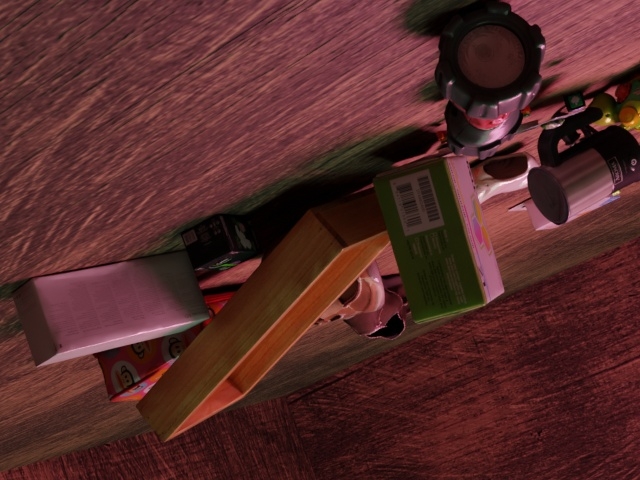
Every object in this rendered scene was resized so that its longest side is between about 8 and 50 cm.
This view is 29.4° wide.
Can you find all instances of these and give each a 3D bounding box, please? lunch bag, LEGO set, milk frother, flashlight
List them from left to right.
[{"bbox_3d":[-0.195,0.160,1.981,0.258,0.120,0.293,-30,166,36],"label":"lunch bag"},{"bbox_3d":[0.163,-0.144,1.225,0.103,0.103,0.304,4,171,4],"label":"flashlight"},{"bbox_3d":[0.217,-0.148,1.502,0.182,0.060,0.244,-17,-179,-23],"label":"LEGO set"},{"bbox_3d":[0.329,-0.102,1.619,0.135,0.129,0.143,-27,-178,-19],"label":"milk frother"}]

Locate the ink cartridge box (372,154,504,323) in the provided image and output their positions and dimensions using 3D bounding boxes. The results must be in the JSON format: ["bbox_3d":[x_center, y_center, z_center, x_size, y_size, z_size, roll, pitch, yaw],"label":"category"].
[{"bbox_3d":[0.170,-0.012,1.572,0.097,0.189,0.255,-16,180,21],"label":"ink cartridge box"}]

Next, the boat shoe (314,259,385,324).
[{"bbox_3d":[0.023,0.084,2.048,0.116,0.123,0.324,-17,167,-15],"label":"boat shoe"}]

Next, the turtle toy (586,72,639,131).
[{"bbox_3d":[0.420,-0.184,1.622,0.130,0.066,0.095,-26,167,24],"label":"turtle toy"}]

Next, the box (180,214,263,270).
[{"bbox_3d":[-0.122,0.003,1.520,0.062,0.052,0.083,-26,168,23],"label":"box"}]

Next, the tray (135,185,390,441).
[{"bbox_3d":[-0.066,0.097,1.648,0.411,0.076,0.203,-47,168,29],"label":"tray"}]

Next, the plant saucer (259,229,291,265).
[{"bbox_3d":[0.000,0.000,1.792,0.200,0.037,0.200,-22,170,-4],"label":"plant saucer"}]

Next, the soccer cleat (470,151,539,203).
[{"bbox_3d":[0.226,-0.080,1.790,0.196,0.068,0.076,-24,154,8],"label":"soccer cleat"}]

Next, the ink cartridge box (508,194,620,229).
[{"bbox_3d":[0.458,-0.069,2.297,0.181,0.061,0.104,-28,168,32],"label":"ink cartridge box"}]

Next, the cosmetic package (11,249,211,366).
[{"bbox_3d":[-0.257,0.083,1.522,0.239,0.099,0.060,-10,164,-45],"label":"cosmetic package"}]

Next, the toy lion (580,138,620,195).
[{"bbox_3d":[0.452,-0.117,1.944,0.034,0.096,0.100,-25,169,16],"label":"toy lion"}]

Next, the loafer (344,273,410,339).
[{"bbox_3d":[0.116,0.152,2.536,0.134,0.130,0.366,-25,169,18],"label":"loafer"}]
